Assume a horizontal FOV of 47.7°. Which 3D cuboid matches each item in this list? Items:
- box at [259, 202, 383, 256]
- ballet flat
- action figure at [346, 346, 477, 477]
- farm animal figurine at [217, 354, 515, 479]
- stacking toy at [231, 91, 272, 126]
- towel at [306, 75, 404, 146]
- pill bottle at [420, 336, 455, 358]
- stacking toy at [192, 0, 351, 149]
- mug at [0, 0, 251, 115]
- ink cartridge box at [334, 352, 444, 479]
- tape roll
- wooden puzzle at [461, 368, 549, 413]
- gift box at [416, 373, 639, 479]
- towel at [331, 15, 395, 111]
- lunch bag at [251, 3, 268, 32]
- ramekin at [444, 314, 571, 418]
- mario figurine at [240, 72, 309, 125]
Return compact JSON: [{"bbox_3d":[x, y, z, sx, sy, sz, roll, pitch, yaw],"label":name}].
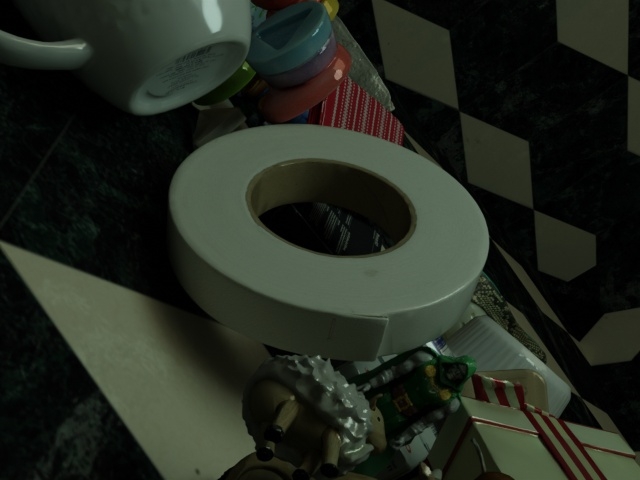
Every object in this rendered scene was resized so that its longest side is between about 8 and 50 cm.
[{"bbox_3d":[0.000,0.000,1.143,0.184,0.103,0.261,48,20,-9],"label":"box"},{"bbox_3d":[0.360,0.210,1.617,0.483,0.164,0.182,46,47,-29],"label":"ballet flat"},{"bbox_3d":[0.073,0.187,0.803,0.137,0.232,0.063,56,19,4],"label":"action figure"},{"bbox_3d":[0.046,0.277,0.630,0.327,0.330,0.172,26,23,3],"label":"farm animal figurine"},{"bbox_3d":[-0.156,-0.282,1.328,0.167,0.052,0.221,55,21,6],"label":"stacking toy"},{"bbox_3d":[0.057,-0.147,1.176,0.275,0.031,0.198,24,73,-55],"label":"towel"},{"bbox_3d":[0.184,0.214,1.238,0.169,0.094,0.094,57,19,5],"label":"pill bottle"},{"bbox_3d":[-0.108,-0.296,1.072,0.130,0.280,0.309,54,15,-39],"label":"stacking toy"},{"bbox_3d":[-0.269,-0.314,0.835,0.374,0.276,0.328,-28,86,-40],"label":"mug"},{"bbox_3d":[0.081,0.233,0.968,0.153,0.087,0.208,62,19,16],"label":"ink cartridge box"},{"bbox_3d":[0.009,-0.018,0.879,0.392,0.072,0.392,8,37,-6],"label":"tape roll"},{"bbox_3d":[0.272,0.360,1.098,0.348,0.081,0.322,14,70,-57],"label":"wooden puzzle"},{"bbox_3d":[0.217,0.318,0.782,0.276,0.255,0.258,22,17,-16],"label":"gift box"},{"bbox_3d":[0.035,-0.383,1.739,0.282,0.187,0.049,56,5,5],"label":"towel"},{"bbox_3d":[-0.192,-0.487,1.424,0.176,0.090,0.219,30,9,3],"label":"lunch bag"},{"bbox_3d":[0.360,0.260,1.404,0.273,0.127,0.273,41,2,-2],"label":"ramekin"},{"bbox_3d":[-0.001,-0.206,1.303,0.320,0.170,0.198,45,40,-53],"label":"mario figurine"}]
